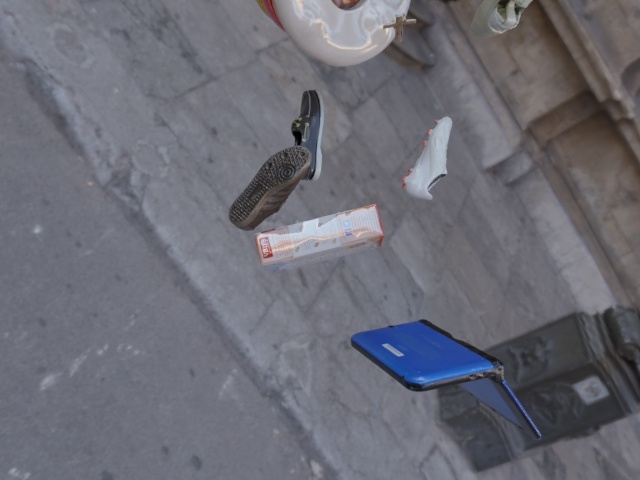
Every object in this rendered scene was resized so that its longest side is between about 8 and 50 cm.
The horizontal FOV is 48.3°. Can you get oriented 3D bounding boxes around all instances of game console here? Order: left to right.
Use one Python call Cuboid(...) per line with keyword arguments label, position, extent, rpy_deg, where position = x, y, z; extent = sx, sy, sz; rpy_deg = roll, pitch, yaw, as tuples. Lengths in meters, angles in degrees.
Cuboid(label="game console", position=(0.223, 0.268, 1.328), extent=(0.293, 0.250, 0.173), rpy_deg=(-157, -120, -69))

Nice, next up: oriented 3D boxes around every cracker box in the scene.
Cuboid(label="cracker box", position=(0.000, 0.000, 1.362), extent=(0.156, 0.232, 0.067), rpy_deg=(77, -2, -82))

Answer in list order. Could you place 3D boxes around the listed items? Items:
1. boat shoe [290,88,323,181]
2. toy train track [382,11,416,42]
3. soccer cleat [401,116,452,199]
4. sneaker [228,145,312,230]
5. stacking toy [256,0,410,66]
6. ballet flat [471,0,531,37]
Cuboid(label="boat shoe", position=(-0.037, -0.259, 1.732), extent=(0.069, 0.081, 0.227), rpy_deg=(3, 83, -20))
Cuboid(label="toy train track", position=(0.114, -0.313, 1.043), extent=(0.083, 0.048, 0.014), rpy_deg=(62, 20, -78))
Cuboid(label="soccer cleat", position=(0.241, -0.171, 1.506), extent=(0.076, 0.196, 0.068), rpy_deg=(25, -15, 15))
Cuboid(label="sneaker", position=(-0.085, -0.093, 1.286), extent=(0.066, 0.188, 0.071), rpy_deg=(50, 3, 24))
Cuboid(label="stacking toy", position=(-0.050, -0.599, 1.674), extent=(0.350, 0.350, 0.480), rpy_deg=(39, -8, -35))
Cuboid(label="ballet flat", position=(0.383, -0.478, 1.427), extent=(0.086, 0.248, 0.086), rpy_deg=(10, 56, -16))
